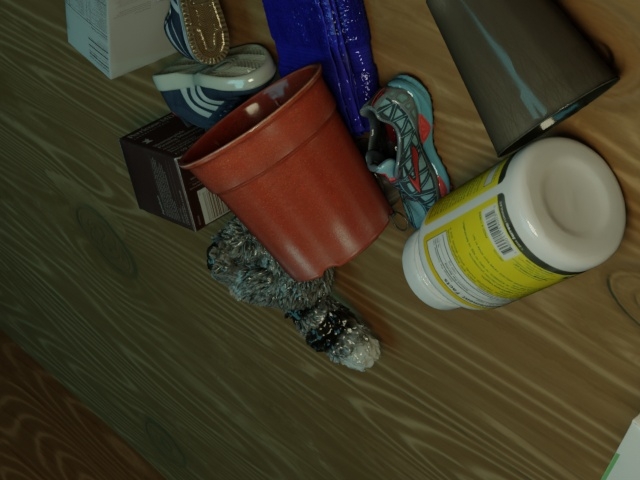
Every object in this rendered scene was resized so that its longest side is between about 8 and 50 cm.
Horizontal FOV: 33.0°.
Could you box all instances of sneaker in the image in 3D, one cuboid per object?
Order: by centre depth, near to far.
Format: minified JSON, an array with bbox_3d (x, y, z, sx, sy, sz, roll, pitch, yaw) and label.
[{"bbox_3d":[0.119,-0.122,1.704,0.104,0.125,0.261,12,126,49],"label":"sneaker"},{"bbox_3d":[-0.234,-0.455,1.934,0.153,0.099,0.282,-157,58,-69],"label":"sneaker"},{"bbox_3d":[-0.174,-0.267,1.999,0.350,0.131,0.148,12,133,56],"label":"sneaker"}]

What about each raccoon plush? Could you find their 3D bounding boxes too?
[{"bbox_3d":[0.000,0.000,1.981,0.446,0.216,0.299,34,135,-5],"label":"raccoon plush"}]

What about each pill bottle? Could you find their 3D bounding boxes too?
[{"bbox_3d":[0.261,-0.007,1.551,0.187,0.188,0.334,58,148,1],"label":"pill bottle"}]

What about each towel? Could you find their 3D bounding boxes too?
[{"bbox_3d":[-0.011,-0.324,1.761,0.228,0.076,0.308,17,129,46],"label":"towel"}]

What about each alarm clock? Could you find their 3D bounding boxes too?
[{"bbox_3d":[0.086,-0.090,1.842,0.192,0.064,0.129,49,147,9],"label":"alarm clock"}]

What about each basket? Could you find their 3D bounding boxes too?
[{"bbox_3d":[0.249,-0.253,1.405,0.226,0.154,0.204,60,147,5],"label":"basket"}]

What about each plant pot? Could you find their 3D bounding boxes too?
[{"bbox_3d":[-0.037,-0.096,1.716,0.265,0.272,0.272,54,150,-16],"label":"plant pot"}]

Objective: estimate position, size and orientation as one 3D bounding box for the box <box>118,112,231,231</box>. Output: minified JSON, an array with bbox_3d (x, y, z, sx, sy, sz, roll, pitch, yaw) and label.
[{"bbox_3d":[-0.264,-0.145,2.165,0.203,0.168,0.167,21,133,43],"label":"box"}]

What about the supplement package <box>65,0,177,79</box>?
[{"bbox_3d":[-0.358,-0.449,2.016,0.149,0.194,0.203,41,143,27],"label":"supplement package"}]

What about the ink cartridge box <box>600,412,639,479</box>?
[{"bbox_3d":[0.488,0.258,1.441,0.093,0.212,0.154,43,146,29],"label":"ink cartridge box"}]
